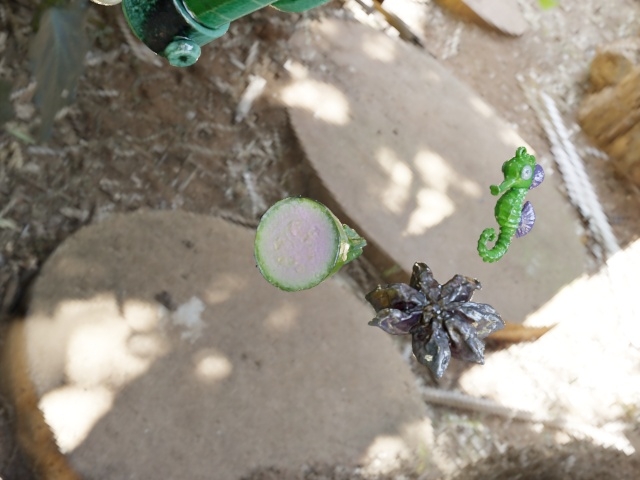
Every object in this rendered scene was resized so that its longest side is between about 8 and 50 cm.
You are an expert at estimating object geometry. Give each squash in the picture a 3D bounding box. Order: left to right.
[{"bbox_3d":[-0.003,0.007,1.230,0.105,0.105,0.132,56,17,16],"label":"squash"}]

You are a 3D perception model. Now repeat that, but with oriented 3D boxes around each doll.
[{"bbox_3d":[0.294,-0.054,1.707,0.115,0.190,0.050,5,13,-41],"label":"doll"}]

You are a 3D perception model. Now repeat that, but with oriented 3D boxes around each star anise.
[{"bbox_3d":[0.180,0.107,1.643,0.212,0.073,0.197,35,50,29],"label":"star anise"}]

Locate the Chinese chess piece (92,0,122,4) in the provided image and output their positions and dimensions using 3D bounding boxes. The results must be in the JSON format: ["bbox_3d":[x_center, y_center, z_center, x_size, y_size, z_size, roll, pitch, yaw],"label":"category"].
[{"bbox_3d":[-0.249,-0.343,1.315,0.051,0.122,0.122,24,42,-35],"label":"Chinese chess piece"}]

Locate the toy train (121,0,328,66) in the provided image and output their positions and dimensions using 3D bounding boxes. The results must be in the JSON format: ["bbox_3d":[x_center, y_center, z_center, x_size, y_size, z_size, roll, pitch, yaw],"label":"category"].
[{"bbox_3d":[-0.017,-0.138,0.455,0.071,0.178,0.104,19,61,-52],"label":"toy train"}]
